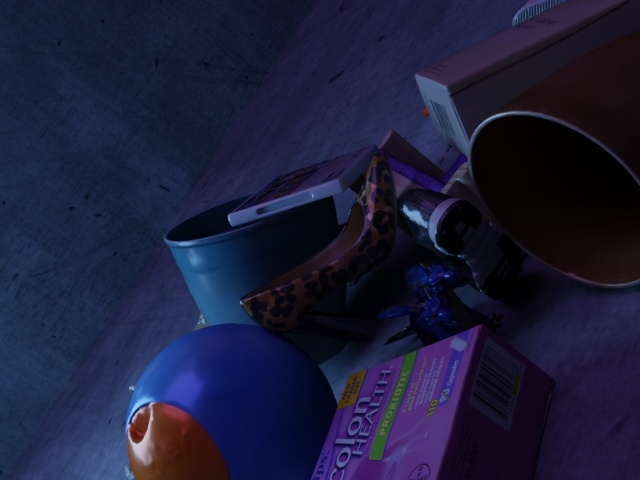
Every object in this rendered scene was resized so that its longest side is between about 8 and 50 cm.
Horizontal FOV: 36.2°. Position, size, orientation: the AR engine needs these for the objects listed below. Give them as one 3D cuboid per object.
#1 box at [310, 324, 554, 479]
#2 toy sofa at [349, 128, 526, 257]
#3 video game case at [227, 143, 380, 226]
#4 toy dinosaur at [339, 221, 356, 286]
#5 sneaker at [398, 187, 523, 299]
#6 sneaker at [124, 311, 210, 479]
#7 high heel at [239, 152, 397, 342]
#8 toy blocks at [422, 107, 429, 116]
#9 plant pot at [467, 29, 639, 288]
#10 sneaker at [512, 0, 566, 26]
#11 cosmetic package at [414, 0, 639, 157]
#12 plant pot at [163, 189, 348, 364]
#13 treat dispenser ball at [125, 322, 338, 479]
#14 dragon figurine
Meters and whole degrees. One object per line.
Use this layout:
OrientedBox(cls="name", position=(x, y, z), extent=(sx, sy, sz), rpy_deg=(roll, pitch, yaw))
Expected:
OrientedBox(cls="box", position=(0.111, 0.236, 1.076), extent=(0.243, 0.117, 0.214), rpy_deg=(-31, 28, 49))
OrientedBox(cls="toy sofa", position=(0.185, -0.074, 1.411), extent=(0.177, 0.150, 0.362), rpy_deg=(-53, 18, 4))
OrientedBox(cls="video game case", position=(-0.020, -0.083, 1.445), extent=(0.183, 0.023, 0.201), rpy_deg=(-16, 14, 23))
OrientedBox(cls="toy dinosaur", position=(-0.050, 0.017, 1.731), extent=(0.295, 0.200, 0.127), rpy_deg=(-36, 25, 41))
OrientedBox(cls="sneaker", position=(0.169, -0.003, 1.189), extent=(0.106, 0.234, 0.078), rpy_deg=(33, 87, 40))
OrientedBox(cls="sneaker", position=(-0.222, 0.237, 1.642), extent=(0.158, 0.182, 0.411), rpy_deg=(-18, 57, 51))
OrientedBox(cls="high heel", position=(0.000, 0.000, 1.300), extent=(0.093, 0.186, 0.261), rpy_deg=(-176, 95, -78))
OrientedBox(cls="toy blocks", position=(0.230, -0.272, 1.812), extent=(0.123, 0.054, 0.148), rpy_deg=(-56, 19, -12))
OrientedBox(cls="plant pot", position=(0.332, -0.119, 1.072), extent=(0.254, 0.237, 0.237), rpy_deg=(-45, 14, -23))
OrientedBox(cls="sneaker", position=(0.392, -0.414, 1.691), extent=(0.134, 0.051, 0.070), rpy_deg=(-35, 24, 36))
OrientedBox(cls="cosmetic package", position=(0.297, -0.229, 1.288), extent=(0.309, 0.113, 0.160), rpy_deg=(-27, 18, -3))
OrientedBox(cls="plant pot", position=(-0.074, 0.068, 1.537), extent=(0.271, 0.255, 0.272), rpy_deg=(-17, 13, 4))
OrientedBox(cls="treat dispenser ball", position=(-0.116, 0.255, 1.318), extent=(0.288, 0.288, 0.288), rpy_deg=(-46, 20, 21))
OrientedBox(cls="dragon figurine", position=(0.131, 0.087, 1.256), extent=(0.085, 0.144, 0.289), rpy_deg=(-57, 19, -13))
